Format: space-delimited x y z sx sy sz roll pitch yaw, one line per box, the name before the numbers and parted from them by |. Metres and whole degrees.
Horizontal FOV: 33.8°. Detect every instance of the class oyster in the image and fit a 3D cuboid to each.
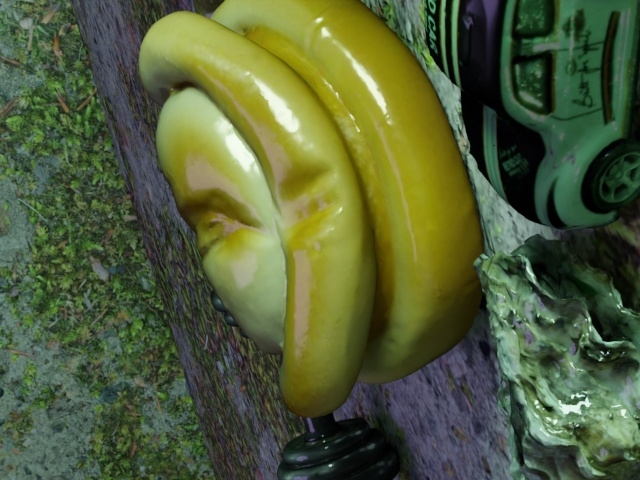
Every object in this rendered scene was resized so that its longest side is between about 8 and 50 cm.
oyster | 0.187 0.126 0.828 0.267 0.112 0.198 70 163 -9

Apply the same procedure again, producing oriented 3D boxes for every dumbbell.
dumbbell | -0.020 0.188 1.422 0.406 0.179 0.179 71 163 -2

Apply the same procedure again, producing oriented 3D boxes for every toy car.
toy car | 0.136 -0.133 0.685 0.136 0.125 0.305 -128 27 -46

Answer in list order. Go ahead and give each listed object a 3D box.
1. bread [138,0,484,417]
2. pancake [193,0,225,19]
bread | -0.023 -0.049 1.056 0.424 0.245 0.329 65 163 6
pancake | -0.143 -0.382 1.407 0.294 0.049 0.294 55 156 39
